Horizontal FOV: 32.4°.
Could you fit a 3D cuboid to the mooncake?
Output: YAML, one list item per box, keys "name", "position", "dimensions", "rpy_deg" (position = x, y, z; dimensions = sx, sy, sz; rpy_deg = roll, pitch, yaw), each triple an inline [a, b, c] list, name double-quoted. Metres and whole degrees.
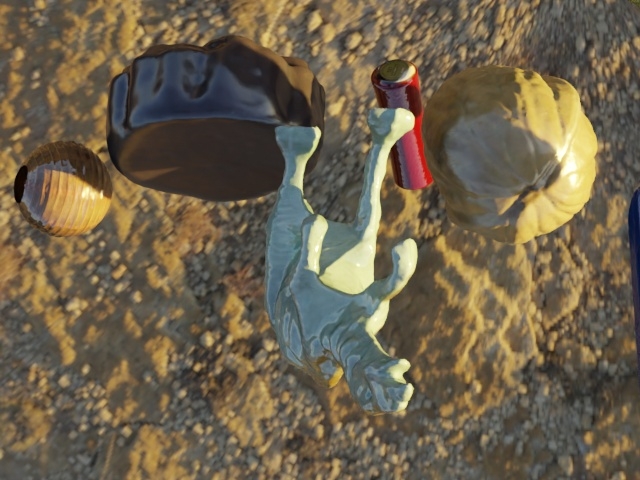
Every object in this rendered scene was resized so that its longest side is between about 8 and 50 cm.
- name: "mooncake"
  position: [-0.132, -0.158, 1.396]
  dimensions: [0.283, 0.283, 0.141]
  rpy_deg: [-8, 70, 16]

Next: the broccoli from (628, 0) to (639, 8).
- name: "broccoli"
  position: [0.325, -0.379, 1.415]
  dimensions: [0.361, 0.221, 0.252]
  rpy_deg: [45, 139, -15]

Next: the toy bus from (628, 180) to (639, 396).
- name: "toy bus"
  position: [0.391, 0.067, 1.051]
  dimensions: [0.175, 0.138, 0.287]
  rpy_deg: [-2, 69, 9]

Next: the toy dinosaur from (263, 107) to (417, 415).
- name: "toy dinosaur"
  position: [0.000, 0.000, 0.845]
  dimensions: [0.092, 0.393, 0.205]
  rpy_deg: [4, 94, -19]

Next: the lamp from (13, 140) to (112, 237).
- name: "lamp"
  position: [-0.351, -0.070, 1.510]
  dimensions: [0.136, 0.136, 0.136]
  rpy_deg: [4, 109, 12]

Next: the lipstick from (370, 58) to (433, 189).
- name: "lipstick"
  position: [0.142, -0.192, 1.858]
  dimensions: [0.080, 0.080, 0.241]
  rpy_deg: [-2, 136, 14]

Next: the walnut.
- name: "walnut"
  position: [0.233, -0.114, 1.388]
  dimensions: [0.225, 0.261, 0.225]
  rpy_deg: [-2, 114, -5]
